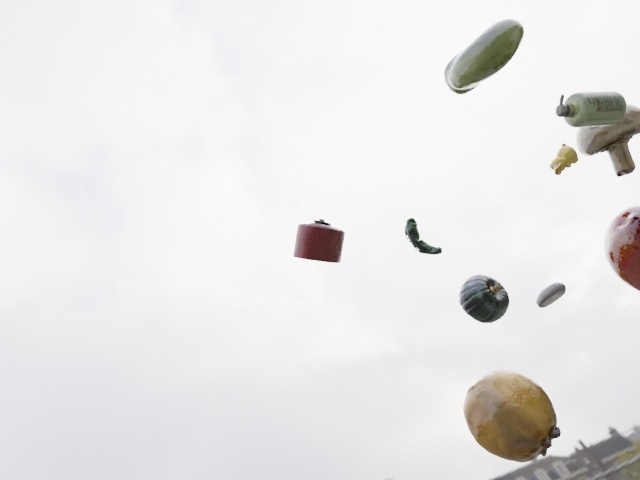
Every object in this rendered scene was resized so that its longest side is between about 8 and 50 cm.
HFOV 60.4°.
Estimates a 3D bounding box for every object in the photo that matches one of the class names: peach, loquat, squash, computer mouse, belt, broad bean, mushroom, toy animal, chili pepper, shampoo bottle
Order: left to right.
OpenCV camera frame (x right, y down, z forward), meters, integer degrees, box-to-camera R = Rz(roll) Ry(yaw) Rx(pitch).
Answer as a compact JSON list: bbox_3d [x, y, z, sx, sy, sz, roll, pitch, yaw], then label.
[{"bbox_3d":[0.000,0.000,1.600,0.201,0.128,0.124,9,-90,-71],"label":"belt"},{"bbox_3d":[0.373,-0.004,2.057,0.073,0.182,0.050,-41,-19,5],"label":"chili pepper"},{"bbox_3d":[0.484,-0.546,1.651,0.238,0.119,0.291,-46,6,-33],"label":"broad bean"},{"bbox_3d":[0.682,0.242,2.292,0.218,0.217,0.172,2,-14,-32],"label":"squash"},{"bbox_3d":[0.487,0.450,1.416,0.239,0.238,0.193,-6,-50,-26],"label":"loquat"},{"bbox_3d":[0.670,0.156,1.607,0.066,0.039,0.096,13,-50,-43],"label":"computer mouse"},{"bbox_3d":[0.864,-0.284,1.979,0.159,0.070,0.083,-39,-75,-36],"label":"toy animal"},{"bbox_3d":[0.601,-0.295,1.239,0.162,0.079,0.079,-8,-48,-19],"label":"shampoo bottle"},{"bbox_3d":[0.901,-0.303,1.678,0.208,0.215,0.207,-19,-7,-3],"label":"mushroom"},{"bbox_3d":[1.081,0.025,1.778,0.332,0.307,0.307,35,-72,-22],"label":"peach"}]
